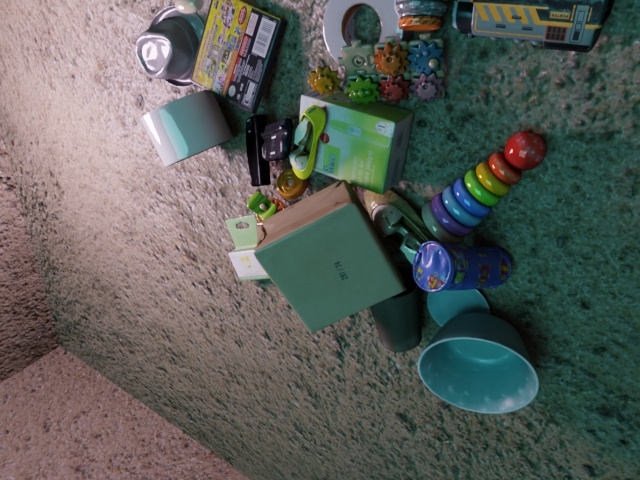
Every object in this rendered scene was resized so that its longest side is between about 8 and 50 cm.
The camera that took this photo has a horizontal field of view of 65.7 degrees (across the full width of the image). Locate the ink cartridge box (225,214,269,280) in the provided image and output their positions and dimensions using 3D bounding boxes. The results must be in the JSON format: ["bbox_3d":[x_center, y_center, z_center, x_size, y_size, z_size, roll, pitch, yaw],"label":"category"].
[{"bbox_3d":[-0.271,0.032,1.837,0.171,0.056,0.235,-7,113,39],"label":"ink cartridge box"}]

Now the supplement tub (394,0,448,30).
[{"bbox_3d":[0.220,-0.558,1.067,0.117,0.117,0.190,12,107,31],"label":"supplement tub"}]

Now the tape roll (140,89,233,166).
[{"bbox_3d":[-0.424,-0.359,1.590,0.246,0.246,0.169,-11,109,40],"label":"tape roll"}]

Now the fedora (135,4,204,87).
[{"bbox_3d":[-0.487,-0.605,1.575,0.276,0.124,0.243,-3,114,37],"label":"fedora"}]

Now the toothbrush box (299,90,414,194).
[{"bbox_3d":[0.087,-0.276,1.350,0.283,0.122,0.206,25,128,25],"label":"toothbrush box"}]

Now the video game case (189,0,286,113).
[{"bbox_3d":[-0.248,-0.549,1.447,0.248,0.035,0.274,31,114,18],"label":"video game case"}]

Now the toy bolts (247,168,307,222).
[{"bbox_3d":[-0.081,-0.093,1.606,0.228,0.158,0.218,43,93,21],"label":"toy bolts"}]

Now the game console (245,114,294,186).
[{"bbox_3d":[-0.152,-0.266,1.443,0.361,0.044,0.213,-169,74,-66],"label":"game console"}]

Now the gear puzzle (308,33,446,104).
[{"bbox_3d":[0.128,-0.398,1.199,0.339,0.044,0.175,2,142,17],"label":"gear puzzle"}]

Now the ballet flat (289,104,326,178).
[{"bbox_3d":[-0.048,-0.254,1.327,0.077,0.077,0.230,35,132,16],"label":"ballet flat"}]

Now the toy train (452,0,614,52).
[{"bbox_3d":[0.417,-0.486,0.984,0.334,0.142,0.190,18,134,28],"label":"toy train"}]

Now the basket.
[{"bbox_3d":[0.228,0.214,1.514,0.204,0.154,0.226,31,142,55],"label":"basket"}]

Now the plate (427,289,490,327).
[{"bbox_3d":[0.407,0.195,1.457,0.188,0.024,0.188,18,125,28],"label":"plate"}]

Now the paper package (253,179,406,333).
[{"bbox_3d":[0.022,0.050,1.365,0.310,0.168,0.324,-27,118,9],"label":"paper package"}]

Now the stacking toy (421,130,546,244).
[{"bbox_3d":[0.404,-0.130,1.205,0.141,0.141,0.330,48,128,4],"label":"stacking toy"}]

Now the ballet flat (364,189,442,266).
[{"bbox_3d":[0.234,-0.018,1.377,0.348,0.123,0.123,47,133,12],"label":"ballet flat"}]

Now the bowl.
[{"bbox_3d":[0.443,0.321,1.383,0.312,0.163,0.311,14,131,16],"label":"bowl"}]

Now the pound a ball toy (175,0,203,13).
[{"bbox_3d":[-0.267,-0.756,1.269,0.136,0.208,0.319,22,126,25],"label":"pound a ball toy"}]

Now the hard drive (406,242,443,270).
[{"bbox_3d":[0.326,0.069,1.442,0.135,0.022,0.094,-34,93,43],"label":"hard drive"}]

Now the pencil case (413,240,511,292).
[{"bbox_3d":[0.354,0.064,1.242,0.133,0.306,0.119,28,108,44],"label":"pencil case"}]

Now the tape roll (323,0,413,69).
[{"bbox_3d":[0.116,-0.525,1.217,0.219,0.072,0.219,17,123,27],"label":"tape roll"}]
